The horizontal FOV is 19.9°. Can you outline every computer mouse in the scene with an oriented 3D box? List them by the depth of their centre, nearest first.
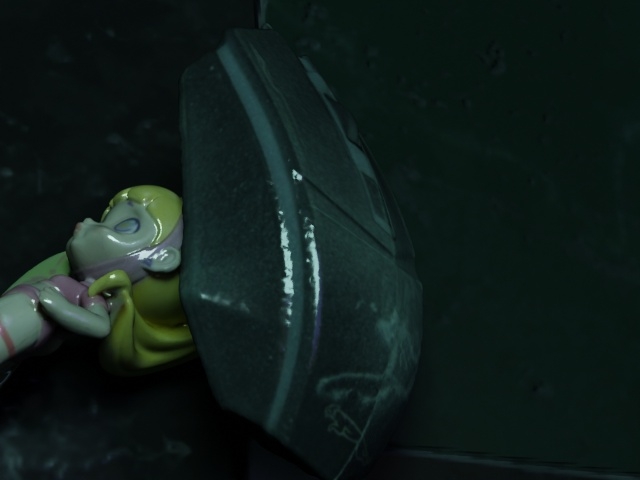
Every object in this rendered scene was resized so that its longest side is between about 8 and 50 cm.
[{"bbox_3d":[0.001,-0.002,0.807,0.126,0.071,0.231,35,43,-47],"label":"computer mouse"}]

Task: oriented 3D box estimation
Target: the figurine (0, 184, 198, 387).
[{"bbox_3d":[-0.109,0.038,0.787,0.187,0.083,0.083,-32,77,-36],"label":"figurine"}]
